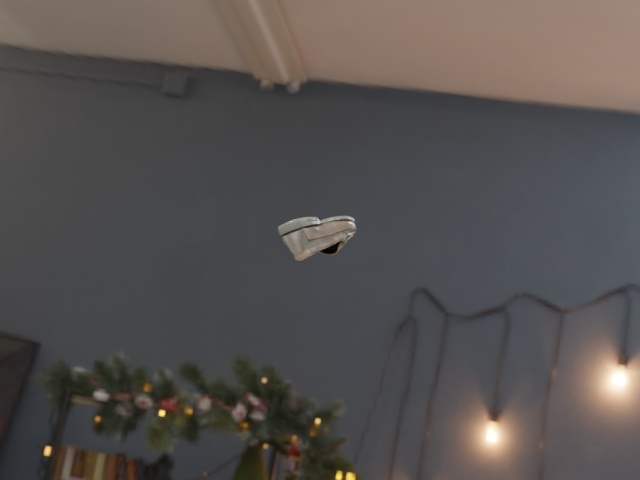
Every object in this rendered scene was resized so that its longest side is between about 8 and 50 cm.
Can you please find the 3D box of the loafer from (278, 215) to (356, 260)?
[{"bbox_3d":[0.000,0.000,1.044,0.045,0.039,0.125,-22,-9,27],"label":"loafer"}]
